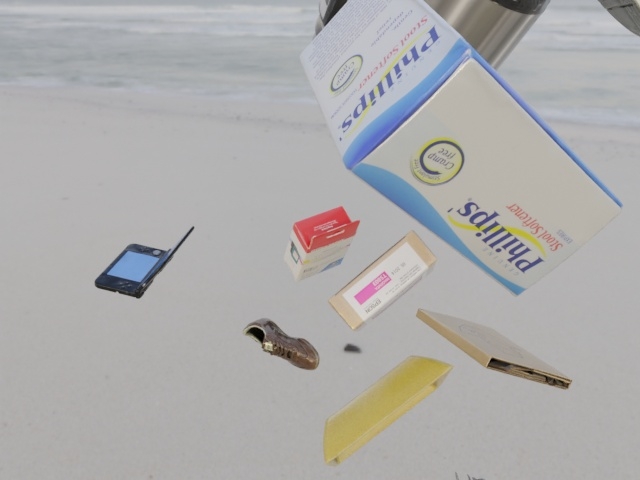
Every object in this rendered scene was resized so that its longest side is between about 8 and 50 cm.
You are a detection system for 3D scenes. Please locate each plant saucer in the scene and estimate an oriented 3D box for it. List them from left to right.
[{"bbox_3d":[0.135,0.380,1.431,0.333,0.332,0.081,-35,70,-8],"label":"plant saucer"}]

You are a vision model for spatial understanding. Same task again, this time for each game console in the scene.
[{"bbox_3d":[-0.255,0.022,0.914,0.107,0.071,0.122,13,30,6],"label":"game console"}]

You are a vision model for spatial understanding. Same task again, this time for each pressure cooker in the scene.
[{"bbox_3d":[0.187,-0.416,1.225,0.370,0.420,0.375,-8,57,-38],"label":"pressure cooker"}]

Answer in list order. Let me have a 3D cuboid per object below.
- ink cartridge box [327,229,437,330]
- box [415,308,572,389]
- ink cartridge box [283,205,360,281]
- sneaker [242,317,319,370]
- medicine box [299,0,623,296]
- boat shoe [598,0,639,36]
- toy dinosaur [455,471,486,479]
[{"bbox_3d":[0.139,0.096,1.374,0.235,0.088,0.193,-39,-11,0],"label":"ink cartridge box"},{"bbox_3d":[0.264,0.165,0.981,0.164,0.021,0.201,18,8,-25],"label":"box"},{"bbox_3d":[0.000,0.000,1.502,0.134,0.231,0.078,-21,68,-22],"label":"ink cartridge box"},{"bbox_3d":[-0.089,0.232,1.350,0.188,0.066,0.071,25,24,35],"label":"sneaker"},{"bbox_3d":[0.138,-0.126,0.687,0.263,0.149,0.289,32,23,-31],"label":"medicine box"},{"bbox_3d":[0.432,-0.446,0.916,0.103,0.320,0.118,-33,3,12],"label":"boat shoe"},{"bbox_3d":[0.256,0.613,1.207,0.313,0.121,0.160,-37,26,-27],"label":"toy dinosaur"}]
